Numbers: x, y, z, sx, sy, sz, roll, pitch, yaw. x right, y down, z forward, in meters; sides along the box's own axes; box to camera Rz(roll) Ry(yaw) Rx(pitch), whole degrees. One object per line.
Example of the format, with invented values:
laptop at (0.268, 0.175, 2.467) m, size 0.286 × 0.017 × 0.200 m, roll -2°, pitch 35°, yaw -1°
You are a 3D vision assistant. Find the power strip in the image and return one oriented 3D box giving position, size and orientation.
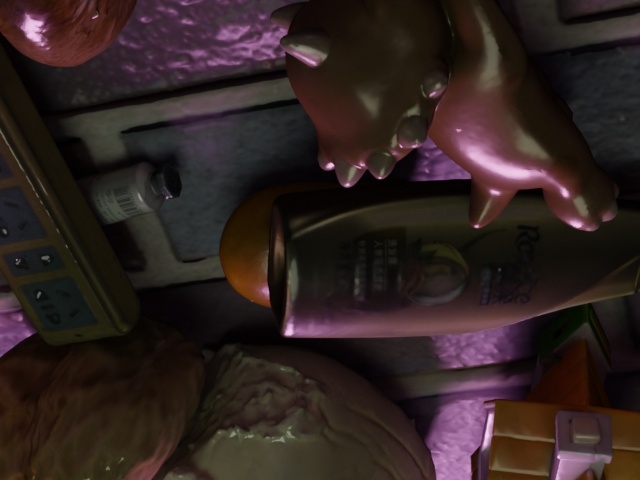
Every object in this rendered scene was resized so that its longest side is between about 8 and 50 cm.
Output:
power strip at (-0.261, -0.070, 1.303) m, size 0.092 × 0.066 × 0.387 m, roll -10°, pitch 123°, yaw 25°

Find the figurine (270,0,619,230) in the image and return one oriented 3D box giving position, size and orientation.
figurine at (0.073, -0.101, 1.181) m, size 0.173 × 0.177 × 0.247 m, roll -33°, pitch 131°, yaw 10°

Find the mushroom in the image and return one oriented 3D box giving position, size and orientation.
mushroom at (-0.216, -0.225, 1.122) m, size 0.156 × 0.151 × 0.286 m, roll -15°, pitch 129°, yaw 19°

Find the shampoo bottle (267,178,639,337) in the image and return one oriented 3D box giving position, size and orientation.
shampoo bottle at (0.136, 0.011, 1.293) m, size 0.350 × 0.084 × 0.125 m, roll -2°, pitch 119°, yaw -13°

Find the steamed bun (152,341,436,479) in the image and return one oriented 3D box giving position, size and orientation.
steamed bun at (-0.056, 0.275, 1.515) m, size 0.312 × 0.233 × 0.334 m, roll 36°, pitch 129°, yaw -23°

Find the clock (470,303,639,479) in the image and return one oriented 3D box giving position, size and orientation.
clock at (0.217, 0.223, 1.427) m, size 0.166 × 0.235 × 0.309 m, roll 5°, pitch 133°, yaw 2°

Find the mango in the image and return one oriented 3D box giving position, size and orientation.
mango at (-0.002, 0.004, 1.352) m, size 0.163 × 0.089 × 0.111 m, roll 0°, pitch 129°, yaw -2°

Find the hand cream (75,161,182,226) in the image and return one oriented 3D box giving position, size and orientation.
hand cream at (-0.206, -0.030, 1.384) m, size 0.194 × 0.042 × 0.067 m, roll -13°, pitch 134°, yaw 26°

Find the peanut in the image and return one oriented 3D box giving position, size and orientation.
peanut at (-0.213, 0.150, 1.431) m, size 0.233 × 0.197 × 0.110 m, roll -8°, pitch 130°, yaw 40°
